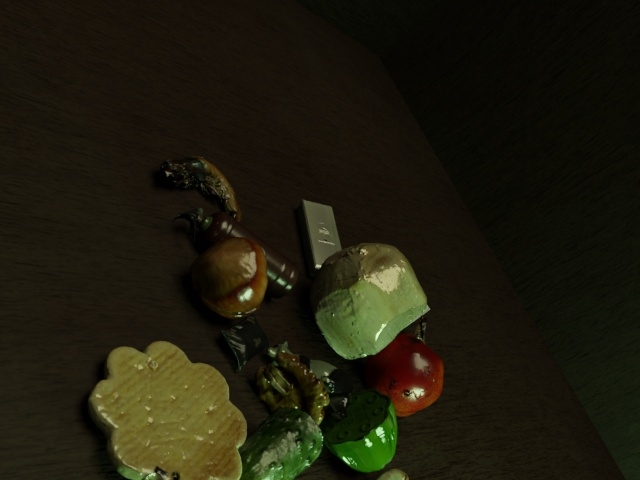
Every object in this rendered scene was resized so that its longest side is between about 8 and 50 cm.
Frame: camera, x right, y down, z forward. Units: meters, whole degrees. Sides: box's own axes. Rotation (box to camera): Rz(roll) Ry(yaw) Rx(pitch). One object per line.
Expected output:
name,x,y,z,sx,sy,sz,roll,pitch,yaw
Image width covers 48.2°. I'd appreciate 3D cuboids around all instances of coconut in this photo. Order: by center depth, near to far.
coconut,0.113,0.138,1.869,0.255,0.297,0.297,52,25,-7

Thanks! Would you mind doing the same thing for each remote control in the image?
remote control,0.000,0.000,2.097,0.102,0.056,0.277,12,43,-24

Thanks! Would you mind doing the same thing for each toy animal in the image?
toy animal,-0.025,0.306,1.609,0.225,0.094,0.121,23,21,5

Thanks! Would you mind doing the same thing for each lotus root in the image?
lotus root,0.105,0.455,1.611,0.186,0.186,0.186,39,28,-26

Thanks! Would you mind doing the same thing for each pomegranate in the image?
pomegranate,0.219,0.353,1.866,0.210,0.210,0.235,61,0,19

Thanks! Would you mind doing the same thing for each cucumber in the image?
cucumber,-0.108,0.418,1.339,0.134,0.134,0.244,55,39,6

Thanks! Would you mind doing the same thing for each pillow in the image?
pillow,-0.162,0.219,1.574,0.090,0.048,0.150,51,23,6

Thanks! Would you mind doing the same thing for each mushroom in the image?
mushroom,0.134,0.559,1.610,0.054,0.059,0.202,45,20,27

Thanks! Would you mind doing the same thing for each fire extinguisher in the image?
fire extinguisher,-0.206,0.022,1.694,0.344,0.102,0.138,38,31,-28

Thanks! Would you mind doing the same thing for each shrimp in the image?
shrimp,-0.290,-0.122,1.790,0.222,0.054,0.290,57,18,11
shrimp,0.293,0.348,2.154,0.117,0.066,0.262,56,36,-26

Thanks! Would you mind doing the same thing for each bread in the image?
bread,-0.263,0.310,1.249,0.316,0.054,0.316,30,31,-20

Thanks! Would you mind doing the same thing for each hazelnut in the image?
hazelnut,-0.200,0.082,1.567,0.182,0.182,0.182,39,28,-26

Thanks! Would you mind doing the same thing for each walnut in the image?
walnut,-0.055,0.319,1.516,0.170,0.143,0.069,55,17,5

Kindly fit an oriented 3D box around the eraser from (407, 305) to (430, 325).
eraser,0.243,0.232,2.197,0.076,0.078,0.298,56,26,8
